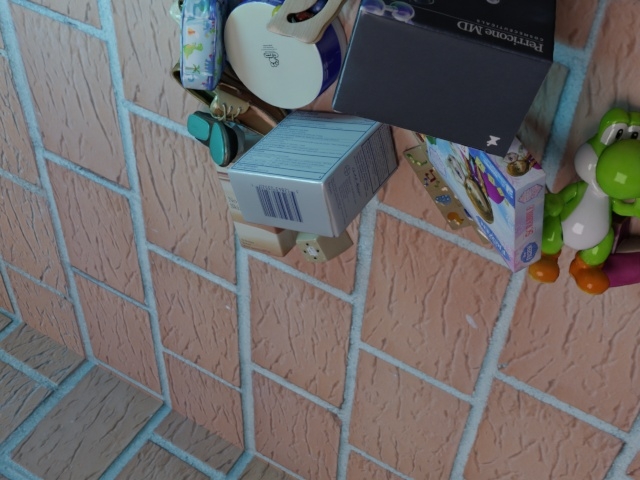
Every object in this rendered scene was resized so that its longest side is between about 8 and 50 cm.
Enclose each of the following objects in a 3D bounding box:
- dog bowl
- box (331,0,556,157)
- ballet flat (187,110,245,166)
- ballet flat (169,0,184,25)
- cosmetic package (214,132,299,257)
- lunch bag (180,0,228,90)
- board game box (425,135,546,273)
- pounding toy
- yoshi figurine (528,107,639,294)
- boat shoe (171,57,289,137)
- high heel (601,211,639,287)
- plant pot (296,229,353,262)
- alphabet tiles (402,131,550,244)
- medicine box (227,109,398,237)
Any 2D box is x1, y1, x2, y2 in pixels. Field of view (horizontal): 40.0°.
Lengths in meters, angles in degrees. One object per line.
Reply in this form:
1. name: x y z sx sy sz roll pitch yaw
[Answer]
1. dog bowl: -0.079 -0.427 1.935 0.265 0.104 0.265 23 139 22
2. box: 0.211 -0.373 1.442 0.294 0.395 0.212 15 141 -2
3. ballet flat: -0.245 -0.261 2.182 0.280 0.096 0.095 47 132 51
4. ballet flat: -0.291 -0.502 2.084 0.168 0.057 0.052 44 134 -5
5. cosmetic package: -0.152 -0.116 2.286 0.153 0.129 0.296 13 134 33
6. lunch bag: -0.259 -0.460 1.977 0.090 0.176 0.219 5 118 -1
7. board game box: 0.293 -0.137 1.613 0.318 0.066 0.318 58 176 30
8. pounding toy: -0.014 -0.512 1.710 0.154 0.155 0.269 37 102 -2
9. yoshi figurine: 0.524 -0.063 1.655 0.203 0.204 0.362 36 126 35
10. boat shoe: -0.223 -0.338 2.133 0.324 0.120 0.122 37 143 5
11. high heel: 0.698 0.065 1.742 0.377 0.127 0.181 26 133 41
12. plant pot: 0.000 0.000 2.298 0.109 0.096 0.109 -4 125 43
13. alphabet tiles: 0.344 -0.140 1.937 0.285 0.011 0.342 -16 115 47
14. medicine box: -0.011 -0.161 1.989 0.264 0.289 0.149 10 131 34
